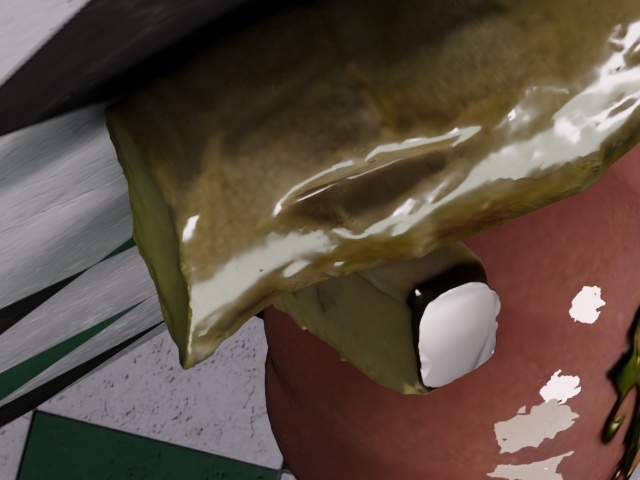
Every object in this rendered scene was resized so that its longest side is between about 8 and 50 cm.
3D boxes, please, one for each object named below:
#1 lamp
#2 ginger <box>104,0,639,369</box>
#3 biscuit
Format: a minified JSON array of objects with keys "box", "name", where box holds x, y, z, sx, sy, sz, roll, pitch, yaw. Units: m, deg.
[{"box":[0.072,0.021,0.829,0.305,0.240,0.305,-48,147,-46],"name":"lamp"},{"box":[0.047,-0.054,0.550,0.263,0.109,0.116,-30,-179,-8],"name":"ginger"},{"box":[0.000,0.000,0.646,0.052,0.056,0.188,-29,-146,-24],"name":"biscuit"}]
